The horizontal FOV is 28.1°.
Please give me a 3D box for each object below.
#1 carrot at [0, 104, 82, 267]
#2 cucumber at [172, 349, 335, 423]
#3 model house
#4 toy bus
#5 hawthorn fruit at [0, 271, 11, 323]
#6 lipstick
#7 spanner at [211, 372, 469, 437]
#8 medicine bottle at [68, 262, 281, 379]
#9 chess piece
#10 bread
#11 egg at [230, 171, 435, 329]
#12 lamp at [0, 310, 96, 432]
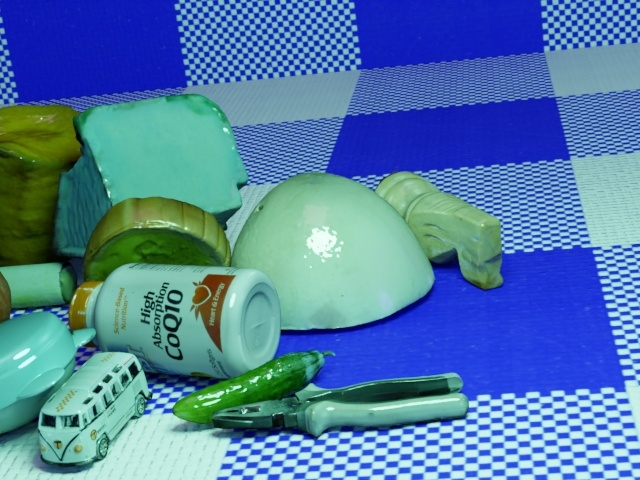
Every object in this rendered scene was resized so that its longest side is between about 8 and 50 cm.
[{"bbox_3d":[-0.497,-0.083,2.250,0.241,0.340,0.241,5,42,-5],"label":"carrot"},{"bbox_3d":[-0.079,0.193,1.696,0.250,0.056,0.056,-20,23,-27],"label":"cucumber"},{"bbox_3d":[-0.300,-0.079,2.127,0.280,0.230,0.249,-12,-16,-36],"label":"model house"},{"bbox_3d":[-0.297,0.216,1.661,0.087,0.089,0.194,0,22,20],"label":"toy bus"},{"bbox_3d":[-0.556,0.074,2.035,0.149,0.189,0.149,22,17,-7],"label":"hawthorn fruit"},{"bbox_3d":[-0.561,0.082,2.150,0.304,0.076,0.076,-4,20,8],"label":"lipstick"},{"bbox_3d":[0.024,0.213,1.625,0.325,0.040,0.095,-6,19,1],"label":"spanner"},{"bbox_3d":[-0.213,0.112,1.817,0.289,0.157,0.157,2,22,25],"label":"medicine bottle"},{"bbox_3d":[0.202,-0.020,2.063,0.137,0.137,0.301,-15,20,-21],"label":"chess piece"},{"bbox_3d":[-0.245,0.037,1.929,0.236,0.236,0.070,-7,45,0],"label":"bread"},{"bbox_3d":[0.000,0.000,1.994,0.337,0.201,0.337,-9,21,4],"label":"egg"},{"bbox_3d":[-0.454,0.182,1.723,0.284,0.147,0.209,-1,19,11],"label":"lamp"}]
